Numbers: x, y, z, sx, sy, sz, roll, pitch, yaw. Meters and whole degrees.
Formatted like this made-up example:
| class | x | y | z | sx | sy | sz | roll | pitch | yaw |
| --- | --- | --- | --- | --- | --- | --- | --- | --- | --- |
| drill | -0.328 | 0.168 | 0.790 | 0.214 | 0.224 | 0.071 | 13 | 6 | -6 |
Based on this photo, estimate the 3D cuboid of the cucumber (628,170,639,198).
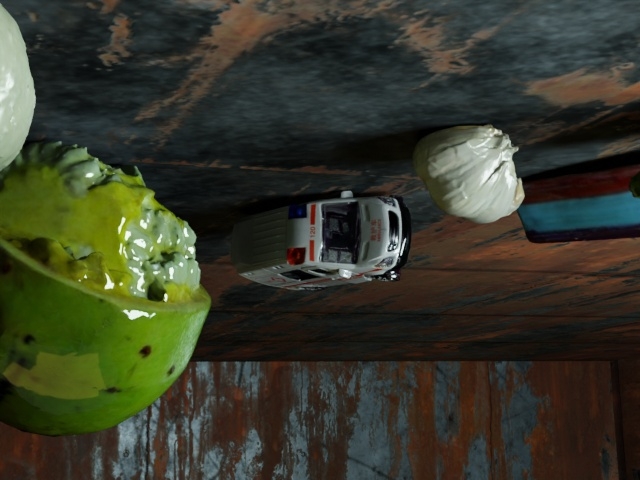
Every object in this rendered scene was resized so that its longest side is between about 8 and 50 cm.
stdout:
| class | x | y | z | sx | sy | sz | roll | pitch | yaw |
| --- | --- | --- | --- | --- | --- | --- | --- | --- | --- |
| cucumber | 0.348 | -0.055 | 0.933 | 0.134 | 0.134 | 0.244 | 8 | 170 | -42 |

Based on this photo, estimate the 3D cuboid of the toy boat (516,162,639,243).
| class | x | y | z | sx | sy | sz | roll | pitch | yaw |
| --- | --- | --- | --- | --- | --- | --- | --- | --- | --- |
| toy boat | 0.366 | -0.049 | 1.094 | 0.392 | 0.079 | 0.136 | -6 | 171 | 37 |

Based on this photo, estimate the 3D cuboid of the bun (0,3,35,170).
| class | x | y | z | sx | sy | sz | roll | pitch | yaw |
| --- | --- | --- | --- | --- | --- | --- | --- | --- | --- |
| bun | -0.287 | -0.054 | 0.610 | 0.273 | 0.168 | 0.273 | -14 | 162 | -5 |

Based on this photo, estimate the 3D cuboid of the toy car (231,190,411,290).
| class | x | y | z | sx | sy | sz | roll | pitch | yaw |
| --- | --- | --- | --- | --- | --- | --- | --- | --- | --- |
| toy car | 0.000 | 0.000 | 1.231 | 0.108 | 0.089 | 0.210 | 12 | 167 | -35 |

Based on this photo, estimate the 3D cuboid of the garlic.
| class | x | y | z | sx | sy | sz | roll | pitch | yaw |
| --- | --- | --- | --- | --- | --- | --- | --- | --- | --- |
| garlic | 0.129 | -0.053 | 1.004 | 0.113 | 0.074 | 0.094 | 23 | 167 | -31 |

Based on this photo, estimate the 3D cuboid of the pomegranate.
| class | x | y | z | sx | sy | sz | roll | pitch | yaw |
| --- | --- | --- | --- | --- | --- | --- | --- | --- | --- |
| pomegranate | -0.213 | 0.044 | 1.048 | 0.260 | 0.260 | 0.341 | -6 | 172 | 22 |
